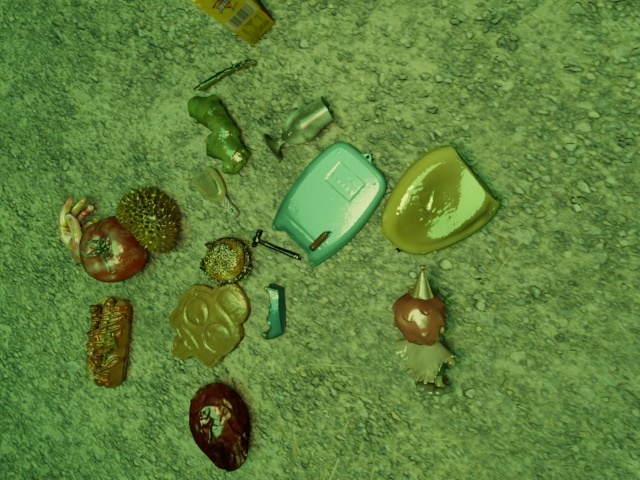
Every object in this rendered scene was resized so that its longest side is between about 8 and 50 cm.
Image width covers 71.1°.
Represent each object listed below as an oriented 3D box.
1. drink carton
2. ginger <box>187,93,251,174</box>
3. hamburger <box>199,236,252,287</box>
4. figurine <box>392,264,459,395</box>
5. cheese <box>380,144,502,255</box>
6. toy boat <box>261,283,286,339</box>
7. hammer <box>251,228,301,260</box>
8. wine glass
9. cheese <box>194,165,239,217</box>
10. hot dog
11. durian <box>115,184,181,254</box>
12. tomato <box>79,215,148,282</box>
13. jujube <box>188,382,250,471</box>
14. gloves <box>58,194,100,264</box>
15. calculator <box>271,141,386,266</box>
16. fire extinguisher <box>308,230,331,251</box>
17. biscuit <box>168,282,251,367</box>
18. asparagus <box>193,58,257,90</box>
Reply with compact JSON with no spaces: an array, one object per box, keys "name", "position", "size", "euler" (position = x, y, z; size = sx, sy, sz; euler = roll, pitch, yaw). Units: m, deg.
[{"name":"drink carton","position":[-0.269,-0.684,1.244],"size":[0.111,0.351,0.155],"euler":[-39,84,18]},{"name":"ginger","position":[-0.333,-0.344,1.443],"size":[0.137,0.089,0.290],"euler":[-25,92,37]},{"name":"hamburger","position":[-0.315,0.067,1.467],"size":[0.189,0.093,0.164],"euler":[-13,80,15]},{"name":"figurine","position":[0.296,0.250,1.280],"size":[0.207,0.166,0.387],"euler":[3,106,54]},{"name":"cheese","position":[0.308,-0.091,1.248],"size":[0.315,0.128,0.260],"euler":[-39,86,19]},{"name":"toy boat","position":[-0.159,0.234,1.456],"size":[0.077,0.075,0.186],"euler":[0,100,15]},{"name":"hammer","position":[-0.141,0.022,1.456],"size":[0.178,0.021,0.065],"euler":[22,101,13]},{"name":"wine glass","position":[-0.063,-0.336,1.351],"size":[0.222,0.103,0.103],"euler":[-31,86,20]},{"name":"cheese","position":[-0.337,-0.153,1.490],"size":[0.097,0.037,0.192],"euler":[-44,83,18]},{"name":"hot dog","position":[-0.789,0.380,1.648],"size":[0.158,0.117,0.349],"euler":[14,100,15]},{"name":"durian","position":[-0.561,-0.082,1.484],"size":[0.183,0.138,0.250],"euler":[-44,94,-12]},{"name":"tomato","position":[-0.709,0.035,1.546],"size":[0.231,0.188,0.232],"euler":[-2,83,14]},{"name":"jujube","position":[-0.336,0.621,1.498],"size":[0.197,0.197,0.291],"euler":[-14,100,18]},{"name":"gloves","position":[-0.879,-0.040,1.616],"size":[0.126,0.145,0.241],"euler":[-14,100,17]},{"name":"calculator","position":[0.025,-0.116,1.373],"size":[0.256,0.054,0.386],"euler":[44,105,9]},{"name":"fire extinguisher","position":[0.000,0.000,1.353],"size":[0.028,0.022,0.083],"euler":[33,112,-29]},{"name":"biscuit","position":[-0.398,0.288,1.553],"size":[0.376,0.051,0.269],"euler":[-45,81,17]},{"name":"asparagus","position":[-0.308,-0.535,1.443],"size":[0.235,0.027,0.034],"euler":[-19,70,18]}]
